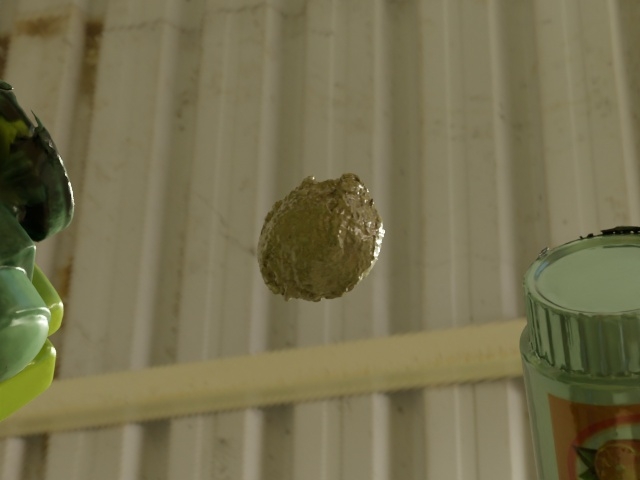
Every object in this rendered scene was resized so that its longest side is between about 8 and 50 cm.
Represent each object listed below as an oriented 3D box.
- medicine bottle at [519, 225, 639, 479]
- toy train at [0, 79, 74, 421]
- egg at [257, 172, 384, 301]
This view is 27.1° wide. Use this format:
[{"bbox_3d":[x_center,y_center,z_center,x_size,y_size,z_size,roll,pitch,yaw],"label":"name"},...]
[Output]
[{"bbox_3d":[0.247,0.161,1.051,0.158,0.318,0.158,-10,-156,5],"label":"medicine bottle"},{"bbox_3d":[-0.325,-0.053,0.865,0.179,0.272,0.442,-31,-110,-31],"label":"toy train"},{"bbox_3d":[0.000,0.000,1.341,0.140,0.116,0.118,-34,-79,8],"label":"egg"}]
